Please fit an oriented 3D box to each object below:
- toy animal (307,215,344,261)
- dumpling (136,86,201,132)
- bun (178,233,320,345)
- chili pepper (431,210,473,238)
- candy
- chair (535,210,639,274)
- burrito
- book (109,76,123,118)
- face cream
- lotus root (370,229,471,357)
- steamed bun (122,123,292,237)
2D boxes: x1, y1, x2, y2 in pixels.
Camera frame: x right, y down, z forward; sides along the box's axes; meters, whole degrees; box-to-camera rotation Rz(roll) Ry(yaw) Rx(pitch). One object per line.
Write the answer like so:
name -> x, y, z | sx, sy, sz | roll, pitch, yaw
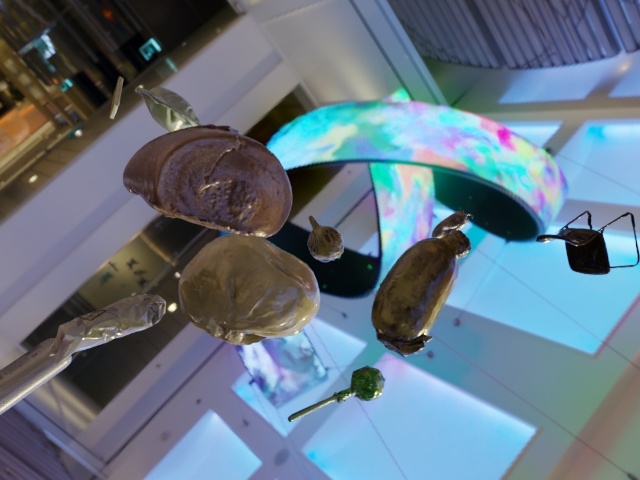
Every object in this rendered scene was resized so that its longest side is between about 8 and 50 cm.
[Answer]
toy animal -> 0.000, 0.000, 1.784 | 0.098, 0.137, 0.098 | -45, 179, -1
dumpling -> -0.437, -0.364, 1.857 | 0.108, 0.219, 0.153 | -59, -174, 27
bun -> -0.181, 0.145, 1.592 | 0.361, 0.361, 0.213 | -19, -139, 34
chili pepper -> 0.371, -0.043, 1.860 | 0.153, 0.050, 0.041 | -31, 171, -12
candy -> 0.041, 0.403, 1.660 | 0.323, 0.097, 0.097 | -14, -173, -40
chair -> 0.671, 0.020, 1.640 | 0.221, 0.145, 0.140 | -18, -168, -28
burrito -> -0.328, 0.130, 1.014 | 0.064, 0.064, 0.203 | -14, -175, 41
book -> -0.525, -0.366, 1.673 | 0.111, 0.014, 0.077 | 162, -63, -66
face cream -> -0.655, 0.310, 1.329 | 0.291, 0.071, 0.144 | -38, -163, -32
lotus root -> 0.224, 0.105, 1.459 | 0.309, 0.173, 0.173 | -57, -151, -7
steamed bun -> -0.218, -0.137, 1.305 | 0.251, 0.301, 0.199 | 31, -76, 56
